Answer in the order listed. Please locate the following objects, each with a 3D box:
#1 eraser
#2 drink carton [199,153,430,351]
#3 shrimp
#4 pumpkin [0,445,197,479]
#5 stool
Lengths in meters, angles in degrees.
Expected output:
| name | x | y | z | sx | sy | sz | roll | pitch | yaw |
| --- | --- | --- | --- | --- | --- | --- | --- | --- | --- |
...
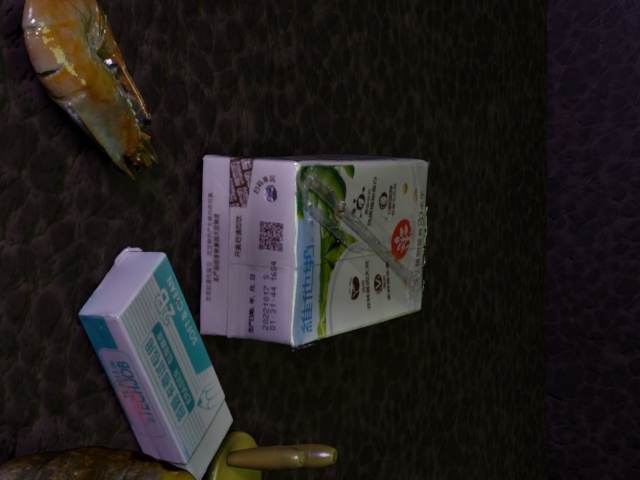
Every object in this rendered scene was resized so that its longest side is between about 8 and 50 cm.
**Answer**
| name | x | y | z | sx | sy | sz | roll | pitch | yaw |
| --- | --- | --- | --- | --- | --- | --- | --- | --- | --- |
| eraser | -0.152 | 0.123 | 1.090 | 0.095 | 0.052 | 0.225 | -60 | 144 | -45 |
| drink carton | 0.000 | 0.000 | 1.294 | 0.324 | 0.132 | 0.194 | -8 | 101 | -61 |
| shrimp | -0.189 | -0.139 | 0.991 | 0.217 | 0.051 | 0.115 | 61 | 38 | -43 |
| pumpkin | -0.165 | 0.280 | 0.958 | 0.317 | 0.139 | 0.222 | 67 | 30 | -48 |
| stool | -0.054 | 0.269 | 1.237 | 0.134 | 0.110 | 0.135 | -58 | 143 | -45 |
